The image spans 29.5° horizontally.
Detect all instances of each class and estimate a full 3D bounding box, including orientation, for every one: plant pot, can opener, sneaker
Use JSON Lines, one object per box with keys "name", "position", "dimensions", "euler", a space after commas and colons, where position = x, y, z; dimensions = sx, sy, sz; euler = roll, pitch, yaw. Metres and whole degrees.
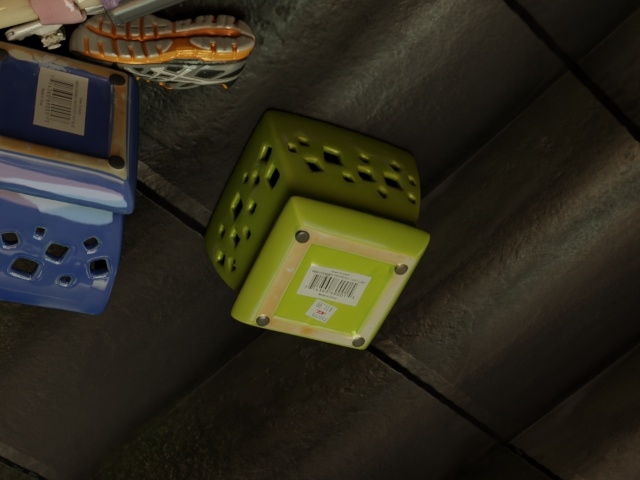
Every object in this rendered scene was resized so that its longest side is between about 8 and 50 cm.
{"name": "plant pot", "position": [-0.322, -0.082, 1.369], "dimensions": [0.235, 0.236, 0.212], "euler": [12, 137, -20]}
{"name": "can opener", "position": [-0.226, -0.283, 1.357], "dimensions": [0.280, 0.074, 0.093], "euler": [-17, 98, -5]}
{"name": "sneaker", "position": [-0.186, -0.215, 1.427], "dimensions": [0.214, 0.084, 0.083], "euler": [3, 143, -9]}
{"name": "plant pot", "position": [0.000, 0.000, 1.554], "dimensions": [0.228, 0.207, 0.227], "euler": [15, 122, -22]}

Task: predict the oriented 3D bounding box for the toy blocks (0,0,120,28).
{"name": "toy blocks", "position": [-0.252, -0.393, 1.143], "dimensions": [0.260, 0.289, 0.309], "euler": [-13, 126, 2]}
